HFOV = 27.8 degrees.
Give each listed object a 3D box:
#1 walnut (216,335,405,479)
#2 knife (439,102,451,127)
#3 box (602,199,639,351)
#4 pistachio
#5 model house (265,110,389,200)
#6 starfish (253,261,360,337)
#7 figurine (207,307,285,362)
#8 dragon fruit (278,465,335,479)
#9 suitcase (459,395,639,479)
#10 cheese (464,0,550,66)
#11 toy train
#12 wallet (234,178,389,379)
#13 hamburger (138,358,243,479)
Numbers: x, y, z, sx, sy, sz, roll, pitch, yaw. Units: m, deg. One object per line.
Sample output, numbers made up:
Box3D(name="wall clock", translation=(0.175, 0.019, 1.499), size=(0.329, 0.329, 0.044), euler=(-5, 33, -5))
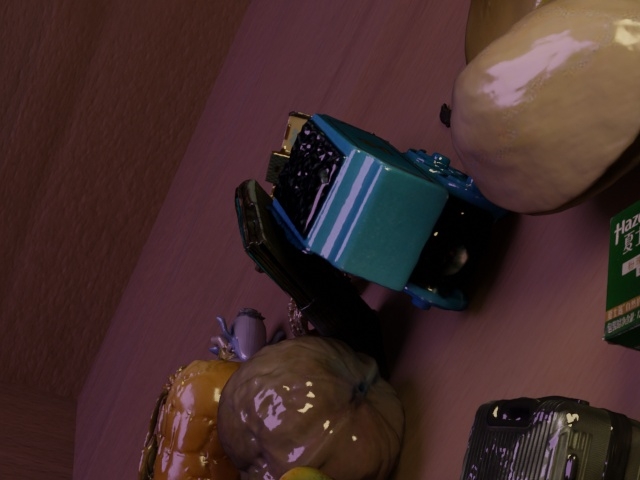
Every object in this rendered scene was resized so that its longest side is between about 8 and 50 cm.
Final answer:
Box3D(name="walnut", translation=(-0.016, 0.248, 1.712), size=(0.248, 0.248, 0.248), euler=(-162, 90, -72))
Box3D(name="knife", translation=(0.213, -0.193, 1.831), size=(0.222, 0.021, 0.045), euler=(-15, 56, 70))
Box3D(name="box", translation=(0.342, 0.013, 1.158), size=(0.199, 0.081, 0.135), euler=(-39, 37, 56))
Box3D(name="pistachio", translation=(0.269, -0.150, 1.334), size=(0.332, 0.208, 0.226), euler=(-28, 52, 43))
Box3D(name="model house", translation=(-0.003, -0.071, 1.940), size=(0.271, 0.178, 0.206), euler=(-151, 77, -85))
Box3D(name="starfish", translation=(0.002, 0.000, 2.142), size=(0.312, 0.113, 0.303), euler=(-38, 39, 45))
Box3D(name="figurine", translation=(-0.143, 0.214, 2.342), size=(0.208, 0.128, 0.183), euler=(149, 134, -76))
Box3D(name="dragon fruit", translation=(0.000, 0.403, 1.479), size=(0.226, 0.305, 0.305), euler=(-46, 30, 40))
Box3D(name="suitcase", translation=(0.202, 0.301, 1.207), size=(0.202, 0.128, 0.312), euler=(161, 125, -68))
Box3D(name="cheese", translation=(0.257, -0.292, 1.625), size=(0.316, 0.128, 0.259), euler=(-93, 24, -57))
Box3D(name="toy train", translation=(0.080, -0.043, 1.683), size=(0.188, 0.265, 0.300), euler=(-66, 20, 10))
Box3D(name="wallet", translation=(-0.010, 0.059, 1.810), size=(0.044, 0.317, 0.169), euler=(-32, 34, 15))
Box3D(name="hamburger", translation=(-0.117, 0.325, 1.884), size=(0.158, 0.319, 0.318), euler=(138, 147, -78))
